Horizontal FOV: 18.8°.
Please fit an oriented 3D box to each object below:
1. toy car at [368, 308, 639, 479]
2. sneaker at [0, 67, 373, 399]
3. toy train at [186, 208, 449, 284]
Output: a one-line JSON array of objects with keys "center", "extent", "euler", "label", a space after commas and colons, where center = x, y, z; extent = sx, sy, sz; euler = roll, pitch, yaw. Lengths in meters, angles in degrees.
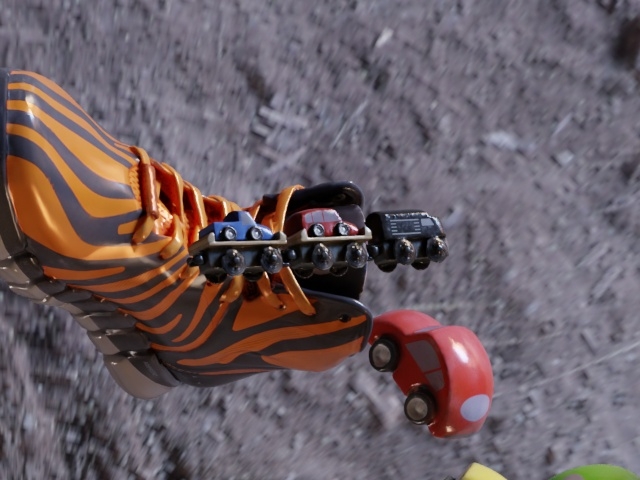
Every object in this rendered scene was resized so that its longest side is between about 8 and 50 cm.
[{"center": [0.138, 0.146, 1.194], "extent": [0.225, 0.053, 0.239], "euler": [27, 30, -24], "label": "toy car"}, {"center": [-0.069, -0.012, 1.095], "extent": [0.180, 0.321, 0.124], "euler": [-8, 64, 15], "label": "sneaker"}, {"center": [0.000, 0.000, 1.015], "extent": [0.158, 0.027, 0.036], "euler": [-3, 78, -33], "label": "toy train"}]
